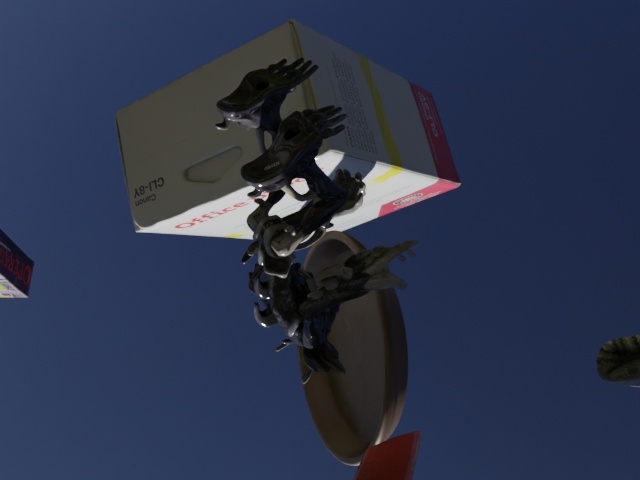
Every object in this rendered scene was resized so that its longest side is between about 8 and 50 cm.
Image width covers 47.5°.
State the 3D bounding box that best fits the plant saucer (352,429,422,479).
[{"bbox_3d":[0.015,0.295,0.584,0.047,0.258,0.259,19,-87,10],"label":"plant saucer"}]

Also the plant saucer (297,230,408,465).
[{"bbox_3d":[0.033,0.126,0.878,0.041,0.278,0.278,-3,-143,-22],"label":"plant saucer"}]

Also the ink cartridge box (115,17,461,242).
[{"bbox_3d":[-0.026,-0.114,0.954,0.279,0.384,0.160,-19,-101,29],"label":"ink cartridge box"}]

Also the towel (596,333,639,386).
[{"bbox_3d":[0.380,0.048,0.498,0.324,0.312,0.056,-20,-111,31],"label":"towel"}]

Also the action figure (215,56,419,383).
[{"bbox_3d":[0.000,0.000,0.609,0.141,0.276,0.164,-22,-135,-15],"label":"action figure"}]

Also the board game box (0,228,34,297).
[{"bbox_3d":[-0.406,-0.017,0.627,0.208,0.347,0.056,5,-110,-1],"label":"board game box"}]
